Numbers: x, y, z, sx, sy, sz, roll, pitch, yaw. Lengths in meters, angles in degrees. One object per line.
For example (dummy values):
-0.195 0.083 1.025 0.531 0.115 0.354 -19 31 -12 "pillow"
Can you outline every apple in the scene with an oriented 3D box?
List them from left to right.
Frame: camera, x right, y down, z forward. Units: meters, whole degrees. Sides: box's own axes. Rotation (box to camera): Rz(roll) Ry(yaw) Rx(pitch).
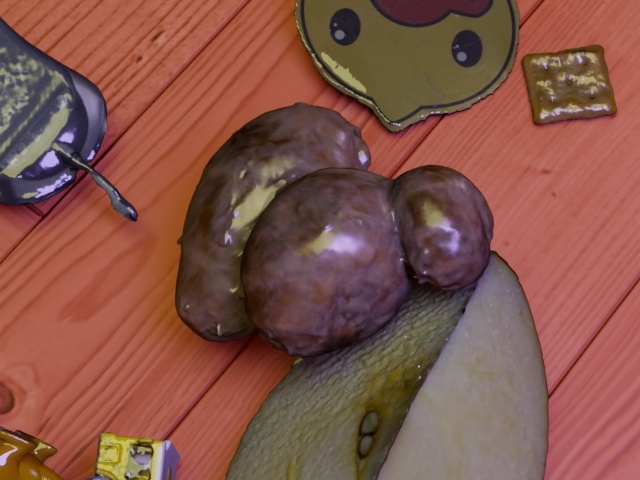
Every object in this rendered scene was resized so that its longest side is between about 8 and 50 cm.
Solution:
0.059 0.176 1.125 0.254 0.179 0.346 23 59 9 "apple"

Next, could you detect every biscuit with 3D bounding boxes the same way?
0.244 -0.153 1.351 0.083 0.018 0.081 -7 64 4 "biscuit"

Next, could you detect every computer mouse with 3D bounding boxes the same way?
-0.319 -0.123 1.366 0.379 0.090 0.167 38 79 15 "computer mouse"

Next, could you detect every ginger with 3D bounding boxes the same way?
0.000 0.000 1.178 0.244 0.155 0.304 -43 37 -17 "ginger"

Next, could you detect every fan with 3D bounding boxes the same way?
0.094 -0.264 1.391 0.230 0.011 0.334 9 72 -3 "fan"

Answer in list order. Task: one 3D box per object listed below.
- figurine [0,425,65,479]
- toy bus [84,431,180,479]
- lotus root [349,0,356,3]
-0.270 0.247 1.126 0.122 0.121 0.176 42 88 11 "figurine"
-0.168 0.277 1.152 0.074 0.081 0.226 1 64 6 "toy bus"
0.046 -0.258 1.413 0.083 0.037 0.030 -37 65 -12 "lotus root"
